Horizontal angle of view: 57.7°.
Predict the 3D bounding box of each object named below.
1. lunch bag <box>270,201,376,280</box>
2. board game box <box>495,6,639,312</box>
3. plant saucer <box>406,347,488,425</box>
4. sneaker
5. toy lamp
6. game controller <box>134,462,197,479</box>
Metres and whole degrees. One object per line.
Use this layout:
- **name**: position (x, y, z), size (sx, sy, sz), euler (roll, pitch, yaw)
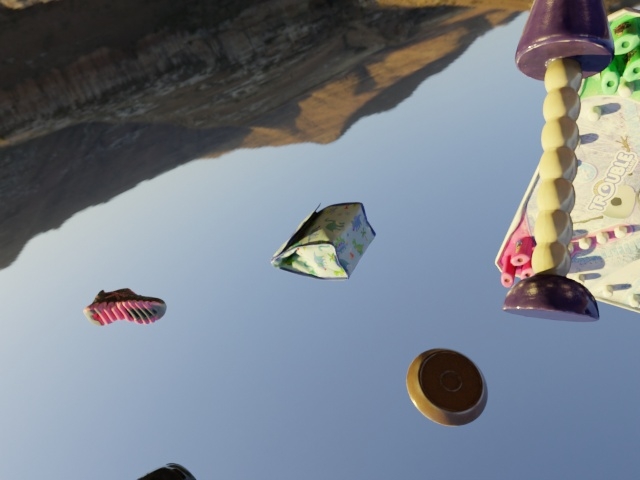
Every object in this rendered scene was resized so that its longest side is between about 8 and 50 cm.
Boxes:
- **lunch bag**: position (0.000, 0.000, 1.022), size (0.151, 0.096, 0.129), euler (-5, -147, 38)
- **board game box**: position (0.454, -0.032, 0.683), size (0.389, 0.390, 0.050), euler (17, -135, 8)
- **plant saucer**: position (0.259, 0.288, 1.174), size (0.168, 0.029, 0.169), euler (3, -126, -4)
- **sneaker**: position (-0.269, 0.086, 0.816), size (0.119, 0.047, 0.057), euler (-2, -142, 11)
- **toy lamp**: position (0.190, -0.077, 0.465), size (0.080, 0.275, 0.080), euler (7, 169, 1)
- **game controller**: position (-0.165, 0.459, 0.777), size (0.067, 0.319, 0.166), euler (-42, 167, 29)
